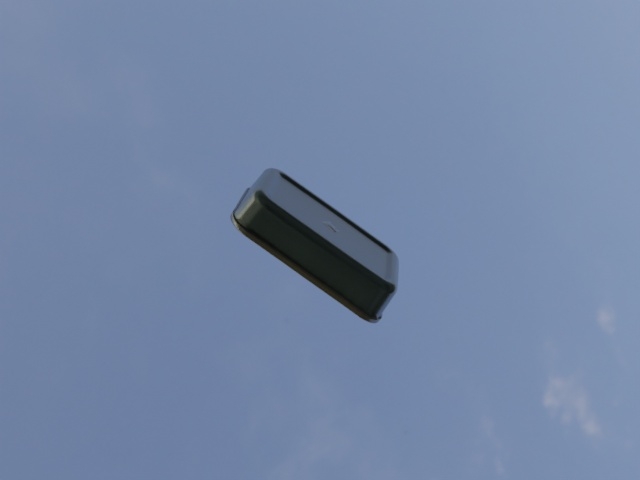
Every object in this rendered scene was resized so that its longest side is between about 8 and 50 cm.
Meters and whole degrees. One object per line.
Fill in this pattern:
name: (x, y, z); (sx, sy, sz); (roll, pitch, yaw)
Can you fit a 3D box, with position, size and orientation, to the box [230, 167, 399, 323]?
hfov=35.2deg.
box: (0.000, 0.000, 0.705); (0.126, 0.031, 0.091); (36, -162, -5)
